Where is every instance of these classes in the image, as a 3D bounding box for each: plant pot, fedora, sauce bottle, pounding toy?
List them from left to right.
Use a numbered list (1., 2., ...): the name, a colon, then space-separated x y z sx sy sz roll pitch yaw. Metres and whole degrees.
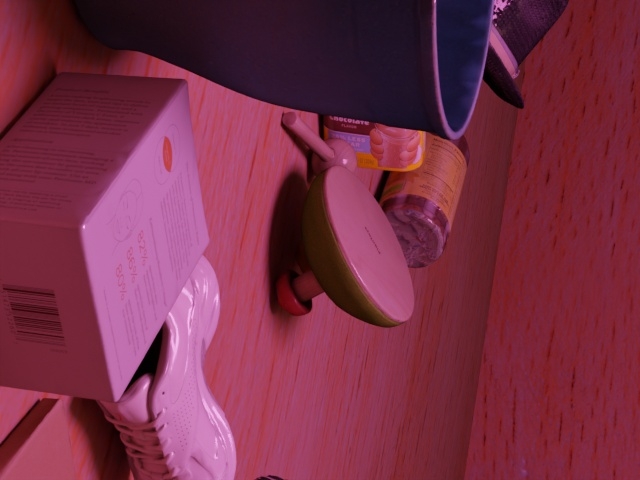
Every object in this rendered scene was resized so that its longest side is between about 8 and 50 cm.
1. plant pot: -0.022 -0.214 0.895 0.271 0.255 0.272 6 90 -76
2. pounding toy: 0.000 0.000 1.441 0.183 0.110 0.237 15 52 -65
3. sauce bottle: 0.158 -0.100 1.956 0.344 0.111 0.111 -68 158 -52
4. fedora: 0.222 -0.329 1.748 0.334 0.152 0.334 52 7 -9

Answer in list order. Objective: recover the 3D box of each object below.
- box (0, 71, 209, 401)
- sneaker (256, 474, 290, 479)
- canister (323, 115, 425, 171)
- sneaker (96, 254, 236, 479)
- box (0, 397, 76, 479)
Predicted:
1. box: -0.144 -0.007 0.828 0.170 0.091 0.130 -65 156 -52
2. sneaker: -0.058 0.298 1.385 0.170 0.068 0.071 -33 143 -62
3. canister: 0.061 -0.168 1.516 0.073 0.126 0.170 -64 157 -54
4. sneaker: -0.128 0.124 0.989 0.115 0.090 0.232 -30 115 -65
5. box: -0.200 0.218 0.835 0.201 0.021 0.164 -57 149 -61
